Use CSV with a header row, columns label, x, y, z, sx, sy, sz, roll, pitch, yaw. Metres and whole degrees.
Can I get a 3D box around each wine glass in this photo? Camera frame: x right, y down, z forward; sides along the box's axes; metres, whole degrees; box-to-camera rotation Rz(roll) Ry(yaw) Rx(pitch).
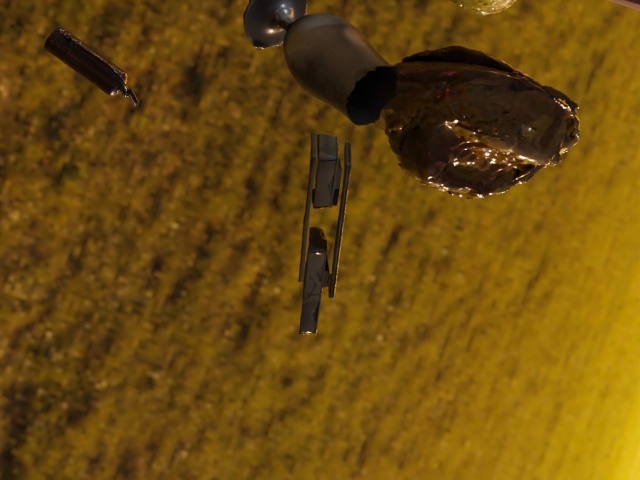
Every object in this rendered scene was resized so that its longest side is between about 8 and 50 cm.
label,x,y,z,sx,sy,sz,roll,pitch,yaw
wine glass,0.002,-0.225,1.778,0.103,0.222,0.103,-24,138,-24

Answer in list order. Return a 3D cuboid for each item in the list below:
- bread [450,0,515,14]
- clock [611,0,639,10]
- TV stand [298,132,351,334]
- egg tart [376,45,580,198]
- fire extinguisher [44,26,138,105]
label,x,y,z,sx,sy,sz,roll,pitch,yaw
bread,0.215,-0.362,1.938,0.111,0.129,0.114,-47,-176,-7
clock,0.387,-0.324,1.647,0.080,0.290,0.275,-66,156,-3
TV stand,0.000,0.000,1.473,0.036,0.042,0.249,-94,-173,-47
egg tart,0.189,-0.127,1.871,0.297,0.297,0.132,77,20,-65
fire extinguisher,-0.336,-0.259,2.188,0.045,0.157,0.078,-52,175,-13
